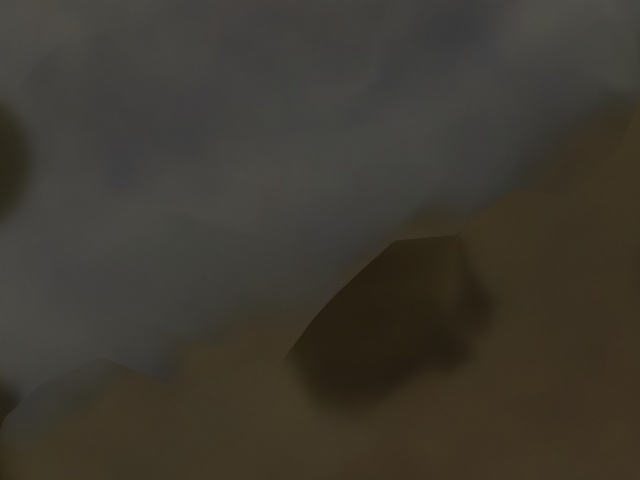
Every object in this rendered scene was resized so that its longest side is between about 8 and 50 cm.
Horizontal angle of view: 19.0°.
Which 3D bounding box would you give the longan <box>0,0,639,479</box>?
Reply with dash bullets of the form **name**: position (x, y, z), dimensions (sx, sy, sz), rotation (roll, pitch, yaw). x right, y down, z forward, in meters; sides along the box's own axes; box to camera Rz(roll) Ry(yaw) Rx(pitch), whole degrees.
- **longan**: position (-0.001, -0.004, 0.497), dimensions (0.297, 0.297, 0.297), rotation (-34, 0, 0)
